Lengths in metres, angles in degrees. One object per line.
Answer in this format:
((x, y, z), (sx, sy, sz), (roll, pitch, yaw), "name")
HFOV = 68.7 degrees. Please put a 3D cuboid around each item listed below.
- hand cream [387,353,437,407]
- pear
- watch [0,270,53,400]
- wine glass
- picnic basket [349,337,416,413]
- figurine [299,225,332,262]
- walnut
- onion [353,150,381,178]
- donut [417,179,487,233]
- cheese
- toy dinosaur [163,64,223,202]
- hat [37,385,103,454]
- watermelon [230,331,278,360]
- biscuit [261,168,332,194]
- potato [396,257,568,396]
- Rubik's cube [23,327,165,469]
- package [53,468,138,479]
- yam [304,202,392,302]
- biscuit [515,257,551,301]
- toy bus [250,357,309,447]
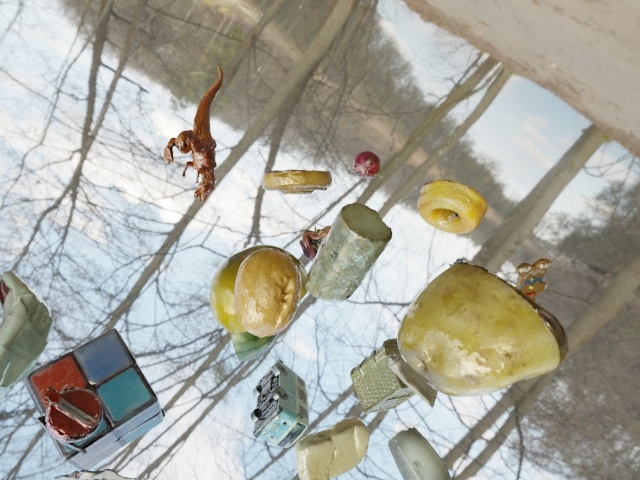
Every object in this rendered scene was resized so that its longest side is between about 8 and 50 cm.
((0.216, 0.321, 1.094), (0.165, 0.037, 0.057), (44, -131, -14), "hand cream")
((-0.227, 0.124, 1.544), (0.386, 0.340, 0.192), (2, 126, 49), "pear")
((-0.616, 0.185, 0.848), (0.253, 0.241, 0.162), (49, 158, 34), "watch")
((0.260, 0.581, 1.182), (0.111, 0.111, 0.204), (20, -152, -49), "wine glass")
((0.197, 0.388, 1.362), (0.134, 0.196, 0.154), (3, -129, -32), "picnic basket")
((-0.008, -0.005, 1.684), (0.114, 0.157, 0.126), (48, -172, 23), "figurine")
((-0.122, 0.121, 1.084), (0.159, 0.207, 0.159), (8, 163, 2), "walnut")
((0.175, -0.283, 1.747), (0.107, 0.107, 0.097), (35, 171, -8), "onion")
((0.272, -0.067, 0.988), (0.151, 0.058, 0.152), (25, 160, 9), "donut")
((0.041, 0.679, 1.524), (0.262, 0.159, 0.093), (-13, -167, -27), "cheese")
((-0.373, -0.310, 1.419), (0.097, 0.433, 0.208), (21, -157, 25), "toy dinosaur")
((-0.626, 0.453, 1.151), (0.140, 0.227, 0.129), (22, -138, -23), "hat")
((-0.256, 0.341, 1.954), (0.331, 0.189, 0.331), (-8, -90, -77), "watermelon")
((-0.095, -0.235, 1.902), (0.296, 0.102, 0.296), (-1, -177, 0), "biscuit")
((0.266, 0.177, 0.866), (0.242, 0.243, 0.285), (23, -163, -44), "potato")
((-0.748, 0.542, 1.592), (0.318, 0.313, 0.316), (-30, -110, -28), "Rubik's cube")
((-0.625, 0.667, 1.303), (0.166, 0.231, 0.040), (30, -133, -35), "package")
((0.045, 0.033, 0.871), (0.107, 0.194, 0.107), (18, -142, -14), "yam")
((0.642, 0.147, 1.441), (0.138, 0.205, 0.031), (-11, -143, -15), "biscuit")
((-0.118, 0.523, 1.484), (0.164, 0.133, 0.271), (39, -169, -14), "toy bus")
